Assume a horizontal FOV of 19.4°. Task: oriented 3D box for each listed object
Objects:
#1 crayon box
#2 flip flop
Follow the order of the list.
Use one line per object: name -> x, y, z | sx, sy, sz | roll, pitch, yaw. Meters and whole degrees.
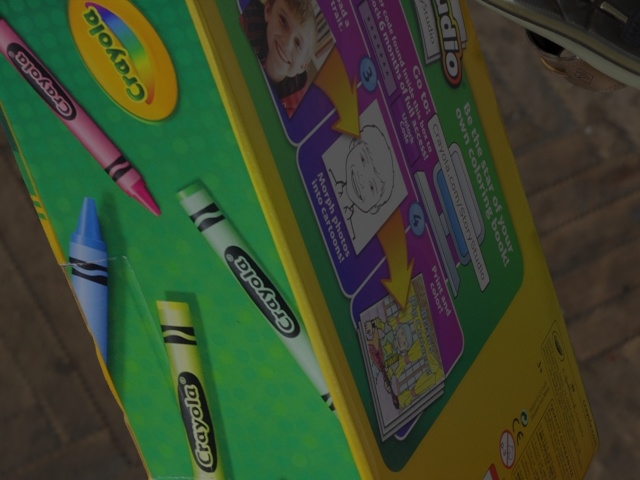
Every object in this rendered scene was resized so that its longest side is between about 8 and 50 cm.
crayon box -> 0.000, 0.000, 0.615 | 0.081, 0.278, 0.165 | -7, 24, 30
flip flop -> 0.200, -0.143, 1.311 | 0.277, 0.080, 0.112 | 30, 50, 9
